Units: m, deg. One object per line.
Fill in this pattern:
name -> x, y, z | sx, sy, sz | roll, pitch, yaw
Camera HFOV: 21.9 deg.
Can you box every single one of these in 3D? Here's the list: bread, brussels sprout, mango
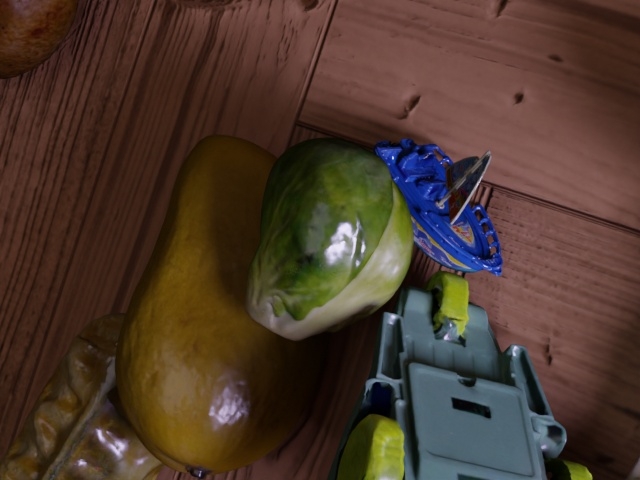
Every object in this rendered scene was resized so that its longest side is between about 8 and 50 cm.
bread -> -0.226, 0.199, 1.689 | 0.152, 0.130, 0.267 | 31, 103, 1
brussels sprout -> 0.007, 0.000, 1.459 | 0.145, 0.131, 0.183 | 7, 89, 34
mango -> -0.082, 0.066, 1.583 | 0.195, 0.142, 0.331 | 15, 75, 9

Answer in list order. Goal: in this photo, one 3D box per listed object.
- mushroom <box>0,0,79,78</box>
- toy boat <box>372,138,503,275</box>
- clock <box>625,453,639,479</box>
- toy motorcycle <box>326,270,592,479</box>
mushroom -> -0.377, -0.350, 1.891 | 0.345, 0.260, 0.345 | 23, 123, 41
toy boat -> 0.119, -0.042, 1.489 | 0.175, 0.091, 0.110 | 57, 132, 26
clock -> 0.386, 0.190, 1.223 | 0.309, 0.114, 0.284 | 34, 101, 36
toy motorcycle -> 0.094, 0.181, 1.403 | 0.326, 0.191, 0.200 | -94, 22, -57
